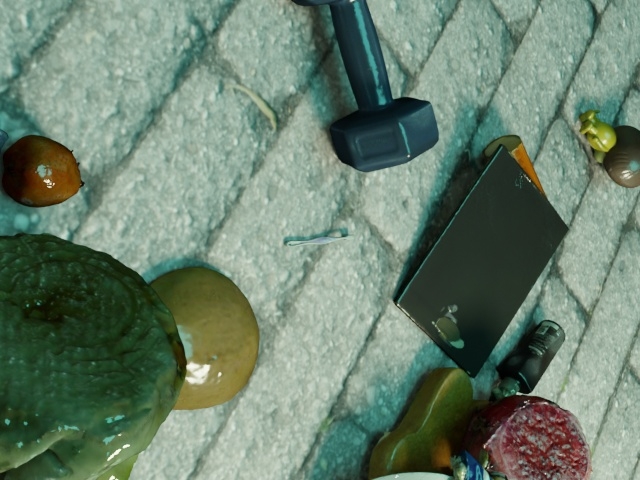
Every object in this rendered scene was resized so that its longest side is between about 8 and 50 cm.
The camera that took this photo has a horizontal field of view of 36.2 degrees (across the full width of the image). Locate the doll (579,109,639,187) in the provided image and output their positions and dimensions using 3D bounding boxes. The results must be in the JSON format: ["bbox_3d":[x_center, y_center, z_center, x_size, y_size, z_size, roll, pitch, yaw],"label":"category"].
[{"bbox_3d":[0.579,-0.184,1.920,0.188,0.096,0.145,49,39,-2],"label":"doll"}]

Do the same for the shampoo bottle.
[{"bbox_3d":[0.360,0.221,1.730,0.207,0.057,0.064,-43,118,-35],"label":"shampoo bottle"}]

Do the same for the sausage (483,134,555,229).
[{"bbox_3d":[0.362,-0.072,1.723,0.071,0.071,0.234,-47,121,-32],"label":"sausage"}]

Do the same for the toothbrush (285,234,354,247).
[{"bbox_3d":[0.000,0.000,1.426,0.131,0.013,0.011,-6,84,-42],"label":"toothbrush"}]

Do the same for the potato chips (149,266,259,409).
[{"bbox_3d":[-0.149,0.130,1.256,0.208,0.061,0.195,41,61,-32],"label":"potato chips"}]

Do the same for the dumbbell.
[{"bbox_3d":[0.059,-0.265,1.391,0.144,0.160,0.325,-20,106,-12],"label":"dumbbell"}]

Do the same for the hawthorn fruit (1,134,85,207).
[{"bbox_3d":[-0.306,-0.076,1.099,0.093,0.081,0.081,5,87,-44],"label":"hawthorn fruit"}]

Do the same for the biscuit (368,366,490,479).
[{"bbox_3d":[0.199,0.348,1.580,0.343,0.057,0.288,-12,99,-42],"label":"biscuit"}]

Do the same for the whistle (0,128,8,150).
[{"bbox_3d":[-0.388,-0.048,1.052,0.033,0.033,0.177,39,65,-36],"label":"whistle"}]

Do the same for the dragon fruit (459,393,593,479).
[{"bbox_3d":[0.323,0.350,1.527,0.282,0.147,0.211,-21,87,-27],"label":"dragon fruit"}]

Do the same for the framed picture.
[{"bbox_3d":[0.278,0.038,1.635,0.244,0.013,0.324,44,76,-34],"label":"framed picture"}]

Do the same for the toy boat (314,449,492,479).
[{"bbox_3d":[0.125,0.421,1.433,0.291,0.070,0.210,-12,107,-5],"label":"toy boat"}]

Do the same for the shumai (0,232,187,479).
[{"bbox_3d":[-0.305,0.172,1.027,0.309,0.303,0.264,-73,-179,-58],"label":"shumai"}]
